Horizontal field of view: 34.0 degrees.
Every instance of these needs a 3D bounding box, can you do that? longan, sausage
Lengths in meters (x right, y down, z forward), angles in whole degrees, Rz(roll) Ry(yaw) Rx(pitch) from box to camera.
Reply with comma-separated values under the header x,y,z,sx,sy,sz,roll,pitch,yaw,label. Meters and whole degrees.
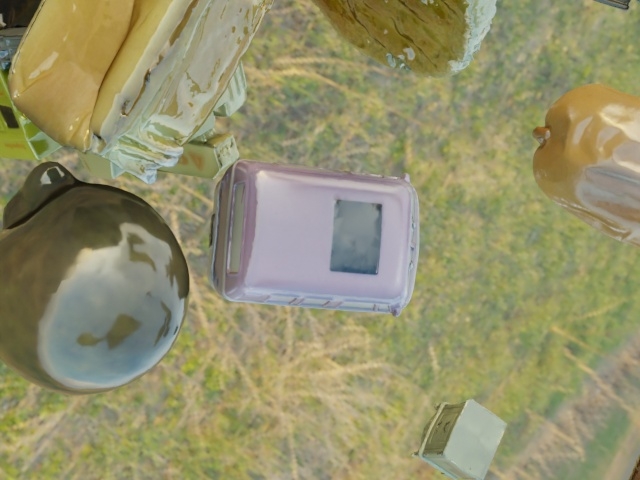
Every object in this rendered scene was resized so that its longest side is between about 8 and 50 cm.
x,y,z,sx,sy,sz,roll,pitch,yaw,label
-0.208,0.031,0.892,0.185,0.204,0.159,-20,173,1,longan
0.331,-0.067,1.067,0.136,0.241,0.120,-58,171,-14,sausage

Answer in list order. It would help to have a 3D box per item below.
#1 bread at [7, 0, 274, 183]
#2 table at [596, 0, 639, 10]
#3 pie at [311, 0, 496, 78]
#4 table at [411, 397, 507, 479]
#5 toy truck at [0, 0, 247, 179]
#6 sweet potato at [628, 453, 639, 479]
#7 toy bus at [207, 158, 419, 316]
x,y,z,sx,sy,sz,roll,pitch,yaw,label
-0.121,-0.173,0.781,0.241,0.136,0.107,-59,153,8,bread
0.188,-0.204,0.690,0.082,0.083,0.070,11,131,-21,table
0.060,-0.317,1.108,0.083,0.339,0.339,-42,151,-18,pie
0.162,0.237,1.246,0.079,0.062,0.083,-60,-165,-22,table
-0.271,-0.196,1.250,0.180,0.405,0.254,-40,126,-46,toy truck
0.320,0.263,1.006,0.066,0.072,0.314,-65,160,-47,sweet potato
0.000,0.000,1.029,0.142,0.202,0.142,166,-72,-71,toy bus
